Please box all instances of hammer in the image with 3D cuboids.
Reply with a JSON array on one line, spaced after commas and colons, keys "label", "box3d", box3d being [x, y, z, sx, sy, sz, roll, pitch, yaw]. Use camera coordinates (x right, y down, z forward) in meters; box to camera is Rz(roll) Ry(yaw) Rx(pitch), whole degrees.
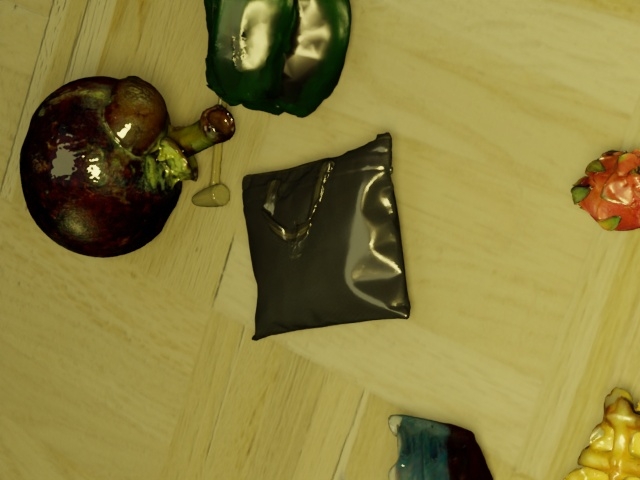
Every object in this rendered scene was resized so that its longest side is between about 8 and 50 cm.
[{"label": "hammer", "box3d": [-0.134, -0.138, 1.925, 0.060, 0.028, 0.195, -2, 79, 50]}]

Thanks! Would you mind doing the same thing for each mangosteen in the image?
[{"label": "mangosteen", "box3d": [-0.239, -0.098, 1.890, 0.289, 0.231, 0.231, -5, 80, 24]}]

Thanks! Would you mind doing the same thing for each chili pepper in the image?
[{"label": "chili pepper", "box3d": [-0.050, -0.279, 1.773, 0.165, 0.174, 0.261, -162, 79, -70]}]

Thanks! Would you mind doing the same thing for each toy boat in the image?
[{"label": "toy boat", "box3d": [0.118, 0.326, 1.550, 0.142, 0.129, 0.309, -20, 71, 25]}]

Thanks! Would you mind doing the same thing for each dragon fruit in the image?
[{"label": "dragon fruit", "box3d": [0.292, -0.049, 1.482, 0.116, 0.086, 0.081, -8, 117, 49]}]

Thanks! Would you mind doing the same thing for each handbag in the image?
[{"label": "handbag", "box3d": [0.000, 0.000, 1.737, 0.254, 0.089, 0.211, -12, 78, 45]}]

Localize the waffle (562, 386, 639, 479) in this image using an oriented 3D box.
[{"label": "waffle", "box3d": [0.351, 0.289, 1.390, 0.329, 0.062, 0.329, -7, 79, 39]}]
